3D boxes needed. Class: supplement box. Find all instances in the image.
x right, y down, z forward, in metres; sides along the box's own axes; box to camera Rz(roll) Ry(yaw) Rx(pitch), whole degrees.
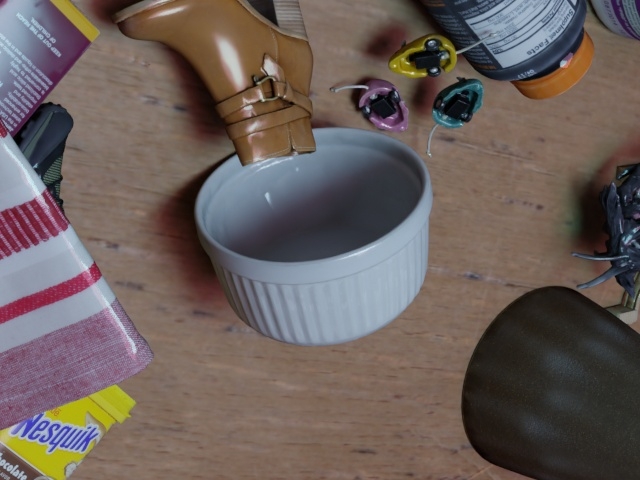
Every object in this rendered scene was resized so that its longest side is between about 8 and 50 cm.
[{"bbox_3d":[-0.272,-0.120,1.126,0.188,0.104,0.081,-52,127,-10],"label":"supplement box"}]

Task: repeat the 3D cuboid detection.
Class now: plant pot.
[{"bbox_3d":[0.306,0.183,1.576,0.215,0.230,0.215,-13,112,-33],"label":"plant pot"}]

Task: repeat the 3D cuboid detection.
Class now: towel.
[{"bbox_3d":[-0.300,0.012,1.068,0.237,0.037,0.329,-25,118,9],"label":"towel"}]

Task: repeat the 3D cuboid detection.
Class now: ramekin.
[{"bbox_3d":[0.000,0.000,1.309,0.207,0.207,0.109,-31,130,-25],"label":"ramekin"}]

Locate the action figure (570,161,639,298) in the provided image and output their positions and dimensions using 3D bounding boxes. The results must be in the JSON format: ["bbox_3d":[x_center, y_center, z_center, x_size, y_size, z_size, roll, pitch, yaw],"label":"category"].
[{"bbox_3d":[0.395,-0.033,1.594,0.275,0.141,0.164,-40,126,-25],"label":"action figure"}]

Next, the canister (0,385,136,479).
[{"bbox_3d":[-0.252,0.166,1.251,0.170,0.073,0.126,-50,141,-10],"label":"canister"}]

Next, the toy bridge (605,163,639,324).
[{"bbox_3d":[0.357,0.006,1.684,0.063,0.026,0.188,-11,110,-35],"label":"toy bridge"}]

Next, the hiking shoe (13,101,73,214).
[{"bbox_3d":[-0.229,0.005,1.192,0.114,0.086,0.227,21,84,-26],"label":"hiking shoe"}]

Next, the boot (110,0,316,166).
[{"bbox_3d":[-0.080,-0.137,1.256,0.197,0.073,0.152,-9,91,-38],"label":"boot"}]

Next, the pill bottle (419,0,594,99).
[{"bbox_3d":[0.163,-0.238,1.391,0.130,0.130,0.245,-53,128,-10],"label":"pill bottle"}]

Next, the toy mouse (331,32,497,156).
[{"bbox_3d":[0.095,-0.138,1.410,0.161,0.031,0.143,-10,139,7],"label":"toy mouse"}]

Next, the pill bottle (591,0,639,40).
[{"bbox_3d":[0.422,-0.259,1.463,0.169,0.301,0.169,-13,113,-33],"label":"pill bottle"}]
